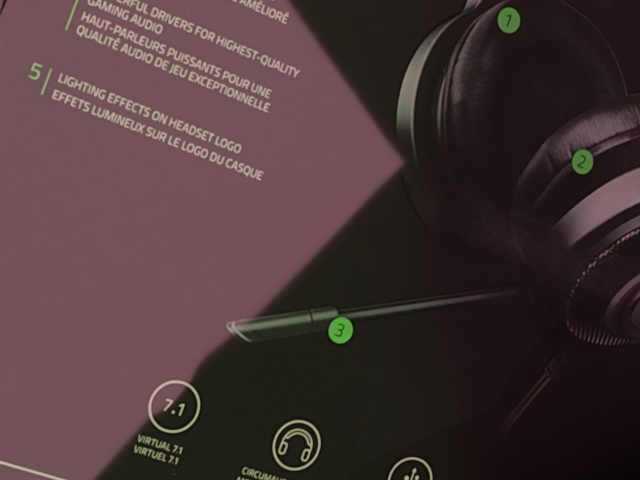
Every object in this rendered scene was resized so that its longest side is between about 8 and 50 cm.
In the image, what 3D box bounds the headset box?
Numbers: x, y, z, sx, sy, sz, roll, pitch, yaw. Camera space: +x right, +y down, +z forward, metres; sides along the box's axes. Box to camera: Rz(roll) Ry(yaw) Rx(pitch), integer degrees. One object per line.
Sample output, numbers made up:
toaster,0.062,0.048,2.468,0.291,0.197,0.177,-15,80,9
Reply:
headset box,0.000,0.000,0.395,0.246,0.131,0.283,20,89,-23
